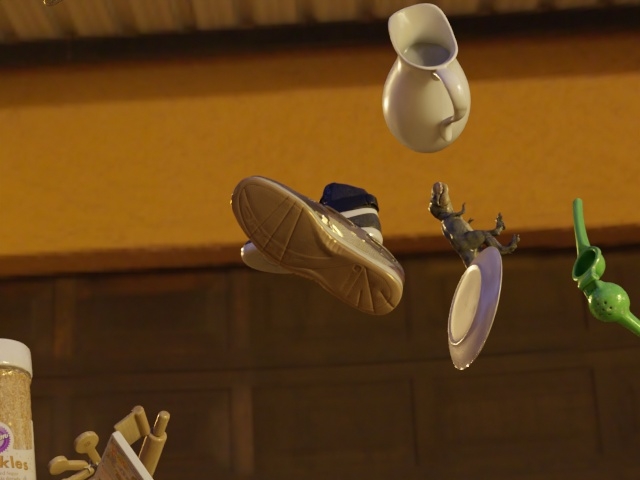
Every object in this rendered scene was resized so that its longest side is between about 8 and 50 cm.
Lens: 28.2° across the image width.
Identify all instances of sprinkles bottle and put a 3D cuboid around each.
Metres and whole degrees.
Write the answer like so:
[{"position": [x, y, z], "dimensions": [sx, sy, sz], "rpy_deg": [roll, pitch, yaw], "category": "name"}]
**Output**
[{"position": [-0.506, 0.335, 1.992], "dimensions": [0.121, 0.355, 0.121], "rpy_deg": [-8, -27, -4], "category": "sprinkles bottle"}]

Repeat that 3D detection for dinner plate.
[{"position": [0.166, 0.073, 1.405], "dimensions": [0.017, 0.141, 0.141], "rpy_deg": [15, -21, -11], "category": "dinner plate"}]

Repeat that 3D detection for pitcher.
[{"position": [0.157, -0.198, 1.776], "dimensions": [0.126, 0.177, 0.207], "rpy_deg": [-18, -34, -7], "category": "pitcher"}]

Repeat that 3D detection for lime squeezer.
[{"position": [0.408, 0.054, 1.797], "dimensions": [0.110, 0.310, 0.059], "rpy_deg": [-9, -35, -28], "category": "lime squeezer"}]

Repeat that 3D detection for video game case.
[{"position": [-0.229, 0.286, 1.500], "dimensions": [0.011, 0.087, 0.122], "rpy_deg": [-26, -21, -34], "category": "video game case"}]

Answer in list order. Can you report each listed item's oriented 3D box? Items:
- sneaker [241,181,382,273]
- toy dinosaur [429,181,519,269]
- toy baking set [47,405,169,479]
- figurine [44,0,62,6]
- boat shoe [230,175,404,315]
[{"position": [-0.013, -0.024, 1.954], "dimensions": [0.217, 0.121, 0.079], "rpy_deg": [-8, -36, 8], "category": "sneaker"}, {"position": [0.279, 0.000, 2.239], "dimensions": [0.118, 0.268, 0.064], "rpy_deg": [-15, -41, -8], "category": "toy dinosaur"}, {"position": [-0.319, 0.338, 1.840], "dimensions": [0.197, 0.030, 0.256], "rpy_deg": [-11, -47, -37], "category": "toy baking set"}, {"position": [-0.259, -0.388, 1.526], "dimensions": [0.092, 0.214, 0.209], "rpy_deg": [35, -23, -17], "category": "figurine"}, {"position": [0.000, 0.000, 1.845], "dimensions": [0.285, 0.092, 0.102], "rpy_deg": [33, -65, 1], "category": "boat shoe"}]
